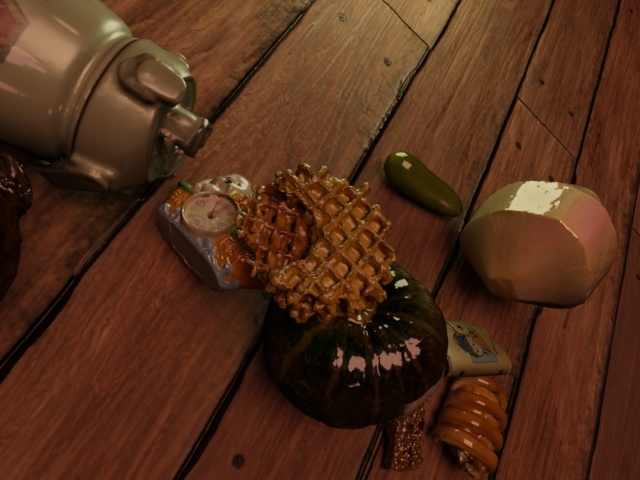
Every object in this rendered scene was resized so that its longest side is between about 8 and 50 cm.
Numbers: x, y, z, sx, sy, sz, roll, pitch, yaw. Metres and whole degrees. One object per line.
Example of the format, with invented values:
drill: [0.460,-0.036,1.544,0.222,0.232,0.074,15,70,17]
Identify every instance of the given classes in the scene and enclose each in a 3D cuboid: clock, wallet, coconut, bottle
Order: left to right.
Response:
bottle: [-0.293,-0.184,0.515,0.351,0.229,0.229,28,64,-13]
clock: [-0.116,-0.015,0.617,0.144,0.103,0.231,-34,65,-30]
wallet: [0.249,0.184,0.793,0.155,0.039,0.110,9,35,-33]
coconut: [0.387,0.012,0.832,0.259,0.259,0.259,8,73,-27]

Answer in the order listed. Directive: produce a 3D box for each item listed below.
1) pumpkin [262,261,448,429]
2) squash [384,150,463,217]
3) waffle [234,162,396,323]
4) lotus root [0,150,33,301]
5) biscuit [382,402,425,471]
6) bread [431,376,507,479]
pumpkin: [0.040,0.136,0.645,0.260,0.189,0.260,6,45,-6]
squash: [0.197,-0.101,0.866,0.201,0.066,0.066,31,63,-27]
waffle: [0.000,0.000,0.547,0.197,0.070,0.193,-15,74,-32]
lotus root: [-0.429,0.061,0.397,0.196,0.179,0.397,45,61,-14]
biscuit: [0.138,0.265,0.744,0.064,0.034,0.199,16,69,-27]
bread: [0.259,0.306,0.776,0.119,0.084,0.177,41,56,-14]
